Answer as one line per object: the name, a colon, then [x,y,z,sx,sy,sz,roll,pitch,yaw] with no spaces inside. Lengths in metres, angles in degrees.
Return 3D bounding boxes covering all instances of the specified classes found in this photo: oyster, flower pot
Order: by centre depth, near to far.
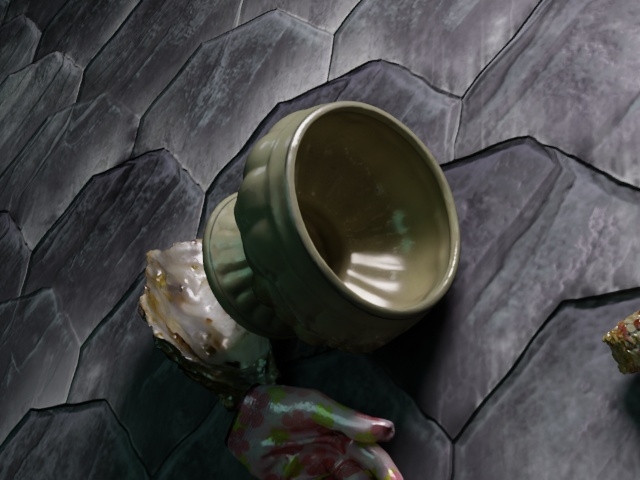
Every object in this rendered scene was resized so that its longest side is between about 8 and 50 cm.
flower pot: [0.000,0.000,1.099,0.244,0.307,0.308,-28,45,47]
oyster: [-0.164,0.118,1.240,0.396,0.204,0.111,-114,32,-46]

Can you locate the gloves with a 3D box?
gloves: [0.006,0.260,1.035,0.241,0.126,0.145,27,76,19]

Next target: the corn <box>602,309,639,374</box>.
corn: [0.393,0.065,0.849,0.237,0.079,0.080,-32,46,22]
